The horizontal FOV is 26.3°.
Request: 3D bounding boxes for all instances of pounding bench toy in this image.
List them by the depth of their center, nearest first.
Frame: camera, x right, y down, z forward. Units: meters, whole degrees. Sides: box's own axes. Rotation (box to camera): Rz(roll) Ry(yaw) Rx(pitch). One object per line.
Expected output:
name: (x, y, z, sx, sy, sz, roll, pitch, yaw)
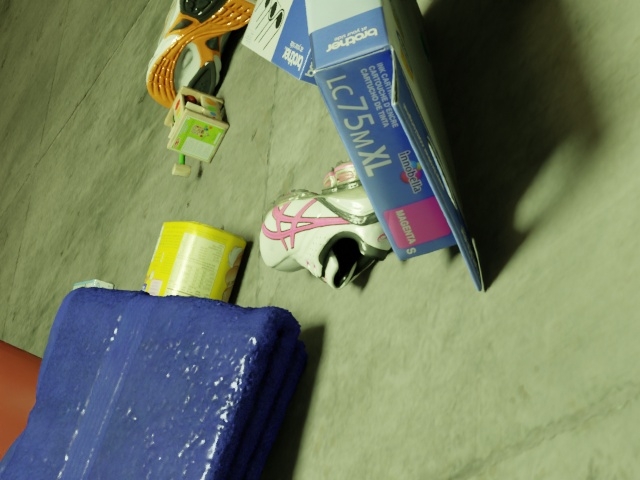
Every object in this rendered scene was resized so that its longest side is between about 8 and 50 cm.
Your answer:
pounding bench toy: (-0.146, -0.119, 1.527, 0.083, 0.052, 0.065, -60, 25, 27)

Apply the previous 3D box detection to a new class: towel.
towel: (-0.150, 0.156, 1.184, 0.308, 0.076, 0.228, 2, 68, 47)

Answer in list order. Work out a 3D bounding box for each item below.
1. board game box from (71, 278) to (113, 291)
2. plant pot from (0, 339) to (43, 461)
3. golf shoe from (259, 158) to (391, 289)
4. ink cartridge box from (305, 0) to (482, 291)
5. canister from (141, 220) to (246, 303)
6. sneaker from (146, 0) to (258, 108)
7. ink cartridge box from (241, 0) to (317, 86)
board game box: (-0.309, 0.129, 1.744, 0.103, 0.026, 0.154, -10, 64, 65)
plant pot: (-0.338, 0.235, 1.450, 0.275, 0.243, 0.275, -48, 32, 43)
golf shoe: (0.000, 0.000, 1.087, 0.186, 0.067, 0.086, -31, 47, 57)
ink cartridge box: (0.041, -0.124, 0.956, 0.065, 0.186, 0.311, -18, 44, 9)
canister: (-0.139, 0.070, 1.344, 0.126, 0.073, 0.170, 2, 74, 66)
sneaker: (-0.124, -0.276, 1.548, 0.262, 0.099, 0.121, -53, 25, 35)
ink cartridge box: (-0.015, -0.210, 1.307, 0.097, 0.046, 0.207, -69, 23, 10)
